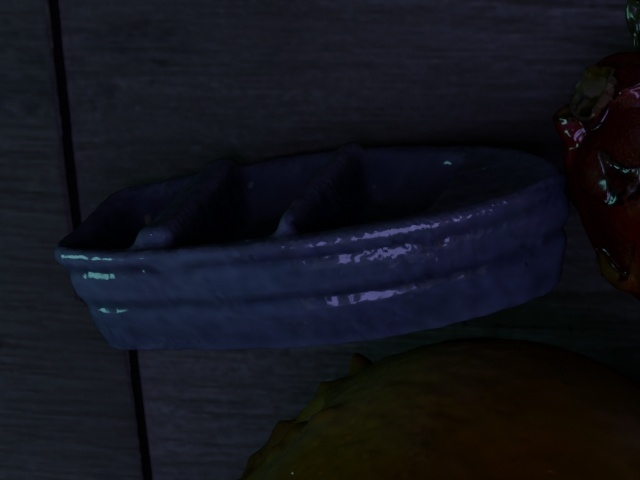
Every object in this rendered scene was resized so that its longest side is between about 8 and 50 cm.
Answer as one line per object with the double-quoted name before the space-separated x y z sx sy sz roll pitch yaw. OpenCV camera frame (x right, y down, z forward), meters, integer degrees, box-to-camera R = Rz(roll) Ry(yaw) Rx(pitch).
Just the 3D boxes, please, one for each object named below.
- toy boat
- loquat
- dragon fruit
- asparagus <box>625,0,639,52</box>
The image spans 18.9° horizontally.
"toy boat" 0.000 0.000 1.016 0.283 0.127 0.078 -4 112 26
"loquat" 0.085 0.211 0.984 0.328 0.328 0.328 6 114 14
"dragon fruit" 0.218 0.003 0.982 0.125 0.125 0.246 -31 119 23
"asparagus" 0.142 -0.190 0.959 0.034 0.027 0.236 -13 108 26
